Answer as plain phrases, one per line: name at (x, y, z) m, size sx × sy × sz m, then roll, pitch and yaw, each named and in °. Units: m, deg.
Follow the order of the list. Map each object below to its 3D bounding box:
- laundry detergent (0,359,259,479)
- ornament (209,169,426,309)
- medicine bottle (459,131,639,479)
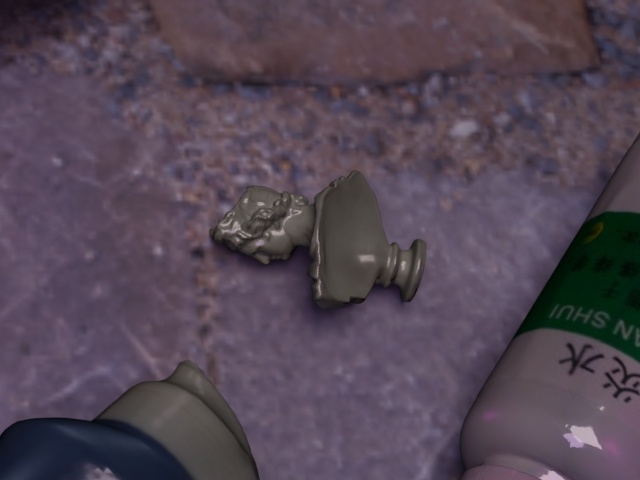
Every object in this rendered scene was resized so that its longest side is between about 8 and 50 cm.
laundry detergent at (-0.119, 0.154, 0.714) m, size 0.143 × 0.094 × 0.290 m, roll 45°, pitch 54°, yaw 3°
ornament at (0.004, 0.000, 0.868) m, size 0.092 × 0.041 × 0.068 m, roll 38°, pitch 58°, yaw 6°
medicine bottle at (0.134, 0.053, 0.850) m, size 0.095 × 0.095 × 0.260 m, roll 34°, pitch 62°, yaw 2°
